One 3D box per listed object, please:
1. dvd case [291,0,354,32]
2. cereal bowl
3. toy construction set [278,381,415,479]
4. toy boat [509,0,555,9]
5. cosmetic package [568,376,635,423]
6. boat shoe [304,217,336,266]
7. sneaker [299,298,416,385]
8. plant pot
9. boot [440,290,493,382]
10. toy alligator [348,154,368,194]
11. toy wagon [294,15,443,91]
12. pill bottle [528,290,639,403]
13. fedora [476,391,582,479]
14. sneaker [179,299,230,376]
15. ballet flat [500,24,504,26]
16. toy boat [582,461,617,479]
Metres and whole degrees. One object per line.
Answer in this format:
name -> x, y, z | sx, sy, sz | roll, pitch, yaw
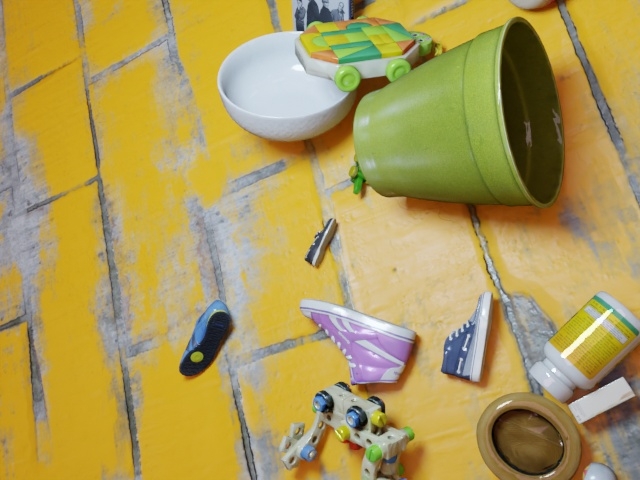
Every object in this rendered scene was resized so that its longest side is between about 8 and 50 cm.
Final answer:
dvd case -> 0.003, -0.616, 1.634 | 0.179, 0.239, 0.029 | 21, 42, 28
cereal bowl -> -0.075, -0.360, 1.602 | 0.339, 0.141, 0.339 | -1, 53, 2
toy construction set -> 0.063, 0.431, 1.382 | 0.327, 0.151, 0.215 | 6, 107, 34
toy boat -> 0.476, -0.632, 1.460 | 0.151, 0.151, 0.231 | -21, 66, -12
cosmetic package -> 0.531, 0.302, 1.231 | 0.115, 0.060, 0.041 | -34, 67, 16
boat shoe -> 0.000, 0.000, 1.566 | 0.038, 0.046, 0.125 | 26, 97, 23
sneaker -> 0.058, 0.232, 1.451 | 0.282, 0.102, 0.161 | 18, 89, 28
plant pot -> 0.270, -0.229, 1.347 | 0.353, 0.366, 0.366 | -6, 75, 36
boot -> 0.305, 0.194, 1.357 | 0.086, 0.069, 0.190 | 9, 83, 24
toy alligator -> 0.108, -0.199, 1.562 | 0.051, 0.056, 0.190 | 8, 78, 68
toy wagon -> 0.119, -0.447, 1.504 | 0.344, 0.068, 0.267 | -11, 42, -11
pill bottle -> 0.502, 0.206, 1.235 | 0.208, 0.117, 0.117 | -47, 63, 8
fedora -> 0.402, 0.386, 1.260 | 0.194, 0.079, 0.194 | -4, 79, 19
sneaker -> -0.293, 0.245, 1.641 | 0.209, 0.069, 0.082 | -60, 29, 11
ballet flat -> 0.360, -0.377, 1.481 | 0.077, 0.077, 0.231 | 45, 102, 6
toy boat -> 0.526, 0.543, 1.123 | 0.267, 0.148, 0.318 | -23, 69, 19
